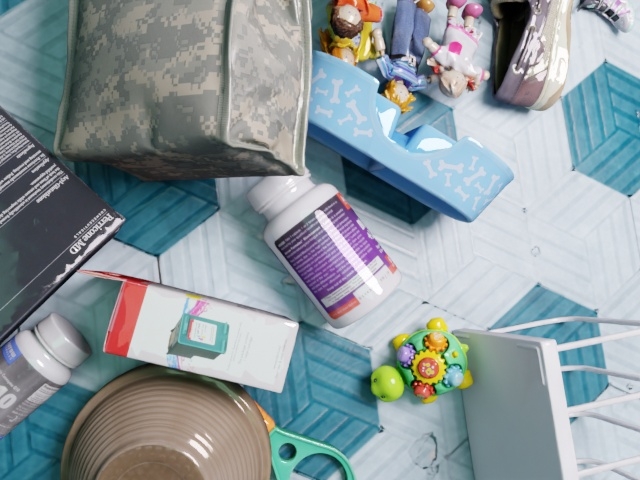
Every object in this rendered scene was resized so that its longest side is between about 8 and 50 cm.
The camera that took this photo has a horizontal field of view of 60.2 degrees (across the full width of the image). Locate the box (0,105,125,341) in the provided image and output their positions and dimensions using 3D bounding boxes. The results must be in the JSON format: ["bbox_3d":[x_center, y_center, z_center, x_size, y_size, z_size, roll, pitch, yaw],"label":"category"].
[{"bbox_3d":[-0.364,0.015,0.556,0.184,0.103,0.261,45,62,-11],"label":"box"}]

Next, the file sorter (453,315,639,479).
[{"bbox_3d":[0.297,0.238,0.654,0.173,0.193,0.278,-6,86,-13],"label":"file sorter"}]

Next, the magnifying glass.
[{"bbox_3d":[-0.047,0.252,0.676,0.092,0.026,0.231,-44,93,-10],"label":"magnifying glass"}]

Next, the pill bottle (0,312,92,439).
[{"bbox_3d":[-0.329,0.149,0.609,0.137,0.078,0.078,-42,93,-11],"label":"pill bottle"}]

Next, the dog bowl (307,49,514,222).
[{"bbox_3d":[0.086,-0.116,0.667,0.297,0.166,0.074,29,92,-6],"label":"dog bowl"}]

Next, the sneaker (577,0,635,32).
[{"bbox_3d":[0.406,-0.338,0.800,0.069,0.038,0.098,-20,79,-9],"label":"sneaker"}]

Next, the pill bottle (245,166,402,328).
[{"bbox_3d":[0.000,0.000,0.663,0.108,0.108,0.193,-38,93,-11],"label":"pill bottle"}]

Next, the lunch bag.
[{"bbox_3d":[-0.137,-0.216,0.587,0.235,0.169,0.287,1,85,28],"label":"lunch bag"}]

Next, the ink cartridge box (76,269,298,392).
[{"bbox_3d":[-0.150,0.096,0.616,0.231,0.134,0.078,15,83,-7],"label":"ink cartridge box"}]

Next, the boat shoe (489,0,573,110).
[{"bbox_3d":[0.277,-0.320,0.743,0.092,0.103,0.285,2,91,-14],"label":"boat shoe"}]

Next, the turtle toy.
[{"bbox_3d":[0.123,0.159,0.684,0.130,0.066,0.095,-29,81,14],"label":"turtle toy"}]

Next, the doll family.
[{"bbox_3d":[0.089,-0.255,0.713,0.263,0.118,0.163,20,75,-26],"label":"doll family"}]

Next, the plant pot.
[{"bbox_3d":[-0.172,0.257,0.599,0.237,0.110,0.237,0,89,-4],"label":"plant pot"}]
